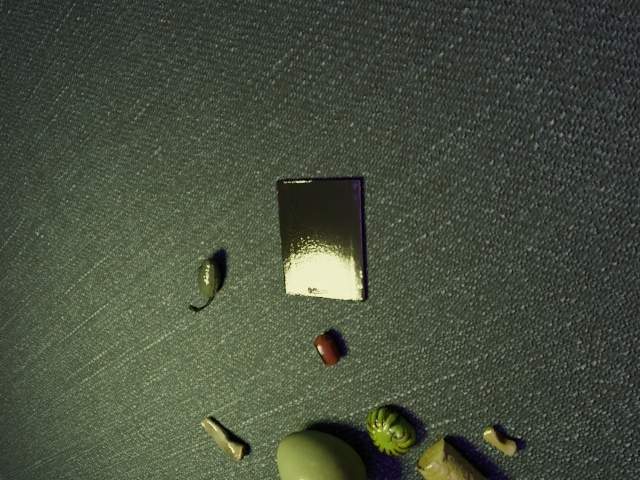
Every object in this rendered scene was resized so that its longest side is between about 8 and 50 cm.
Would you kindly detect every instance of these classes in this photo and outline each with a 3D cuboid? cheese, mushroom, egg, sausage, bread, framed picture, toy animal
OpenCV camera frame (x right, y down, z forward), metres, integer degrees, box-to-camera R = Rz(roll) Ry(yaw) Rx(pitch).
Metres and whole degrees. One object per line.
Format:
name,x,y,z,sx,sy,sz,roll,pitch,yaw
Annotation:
cheese,0.462,0.512,1.051,0.083,0.030,0.044,31,119,21
mushroom,-0.343,0.697,1.449,0.202,0.054,0.059,30,107,21
egg,-0.001,0.675,1.197,0.295,0.218,0.219,27,112,30
sausage,0.020,0.314,1.188,0.054,0.059,0.094,-27,91,-17
cheese,0.354,0.630,1.092,0.167,0.094,0.123,42,113,9
bread,0.196,0.540,1.157,0.130,0.071,0.139,-33,88,31
framed picture,0.000,0.000,1.147,0.255,0.014,0.339,2,102,24
toy animal,-0.369,0.157,1.329,0.079,0.070,0.253,59,137,41
